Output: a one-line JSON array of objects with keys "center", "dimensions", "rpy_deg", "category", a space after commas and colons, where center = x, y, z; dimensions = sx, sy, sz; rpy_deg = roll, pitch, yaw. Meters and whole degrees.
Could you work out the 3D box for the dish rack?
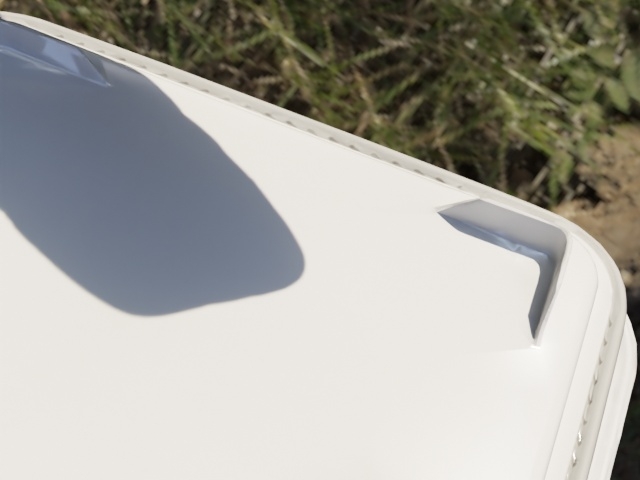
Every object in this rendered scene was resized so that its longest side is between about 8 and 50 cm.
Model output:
[{"center": [-0.053, 0.045, 0.498], "dimensions": [0.072, 0.332, 0.285], "rpy_deg": [104, 8, -53], "category": "dish rack"}]
